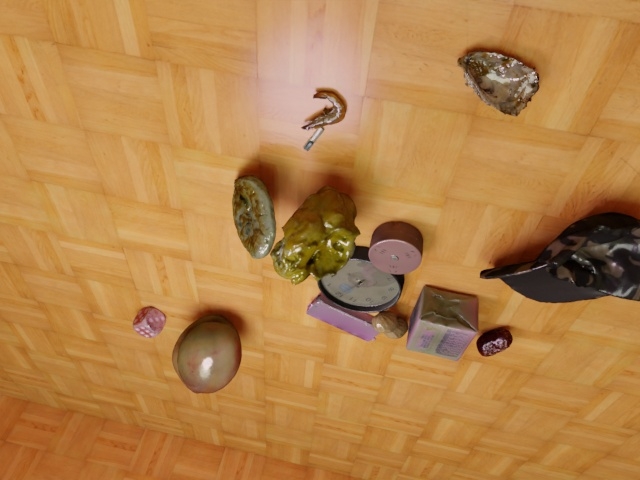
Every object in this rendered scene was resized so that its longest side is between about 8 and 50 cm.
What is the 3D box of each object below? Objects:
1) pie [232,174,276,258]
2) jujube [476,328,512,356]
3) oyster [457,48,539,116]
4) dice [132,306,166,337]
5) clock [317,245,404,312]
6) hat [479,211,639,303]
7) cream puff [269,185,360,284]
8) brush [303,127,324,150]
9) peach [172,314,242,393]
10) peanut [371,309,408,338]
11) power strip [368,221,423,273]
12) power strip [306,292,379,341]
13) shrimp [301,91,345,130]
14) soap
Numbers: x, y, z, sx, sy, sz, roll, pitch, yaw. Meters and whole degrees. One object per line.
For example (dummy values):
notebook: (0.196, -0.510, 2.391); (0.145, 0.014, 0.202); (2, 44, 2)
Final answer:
pie: (-0.184, -0.067, 1.395); (0.054, 0.240, 0.240); (-11, 148, -29)
jujube: (0.571, 0.333, 1.700); (0.077, 0.077, 0.129); (31, 135, -17)
oyster: (0.358, -0.328, 1.059); (0.177, 0.056, 0.105); (18, 127, -4)
dice: (-0.679, 0.325, 2.053); (0.094, 0.091, 0.093); (-20, 127, 34)
clock: (0.123, 0.129, 1.628); (0.281, 0.055, 0.280); (8, 138, 8)
hat: (0.628, 0.039, 1.341); (0.366, 0.257, 0.382); (24, 176, -33)
cream puff: (-0.001, 0.002, 1.359); (0.185, 0.282, 0.282); (40, 136, 2)
brush: (-0.018, -0.251, 1.286); (0.016, 0.013, 0.083); (31, 135, -14)
peach: (-0.413, 0.426, 1.928); (0.248, 0.292, 0.292); (7, 145, -31)
peanut: (0.235, 0.280, 1.714); (0.082, 0.082, 0.187); (-18, 147, 32)
power strip: (0.215, 0.025, 1.469); (0.154, 0.078, 0.154); (8, 137, 7)
power strip: (0.085, 0.270, 1.806); (0.279, 0.037, 0.109); (26, 137, -11)
shrimp: (-0.003, -0.301, 1.217); (0.127, 0.025, 0.091); (-23, 126, 30)
soap: (0.383, 0.264, 1.635); (0.182, 0.138, 0.199); (14, 139, 4)
